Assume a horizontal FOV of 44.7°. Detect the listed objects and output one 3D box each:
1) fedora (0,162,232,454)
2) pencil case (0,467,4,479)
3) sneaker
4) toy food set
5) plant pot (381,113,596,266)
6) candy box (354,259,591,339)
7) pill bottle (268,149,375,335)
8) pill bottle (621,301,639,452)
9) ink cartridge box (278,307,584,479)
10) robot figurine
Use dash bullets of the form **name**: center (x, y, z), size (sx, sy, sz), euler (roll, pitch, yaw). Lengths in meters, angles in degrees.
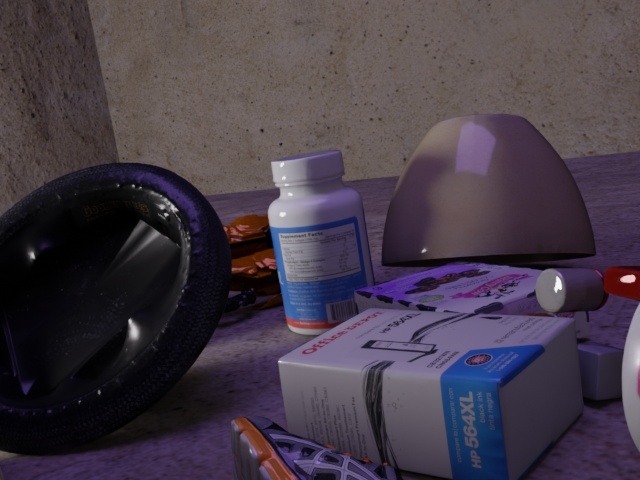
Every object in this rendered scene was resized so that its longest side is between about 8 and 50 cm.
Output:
- **fedora**: center (-0.234, 0.082, 0.843), size (0.334, 0.334, 0.152), euler (-7, -26, 14)
- **pencil case**: center (-0.332, 0.156, 0.562), size (0.183, 0.160, 0.410), euler (-57, 24, -14)
- **sneaker**: center (0.009, 0.164, 0.477), size (0.083, 0.084, 0.215), euler (-16, 22, -30)
- **toy food set**: center (0.276, 0.076, 0.652), size (0.104, 0.111, 0.232), euler (0, 4, -27)
- **plant pot**: center (0.221, -0.065, 1.064), size (0.284, 0.191, 0.284), euler (-2, -5, 0)
- **candy box**: center (0.159, 0.078, 0.843), size (0.165, 0.070, 0.196), euler (-14, 10, -28)
- **pill bottle**: center (0.000, 0.000, 1.000), size (0.124, 0.221, 0.124), euler (-9, 9, 1)
- **pill bottle**: center (0.308, 0.089, 0.372), size (0.160, 0.160, 0.283), euler (-14, 11, -25)
- **ink cartridge box**: center (0.088, 0.118, 0.637), size (0.203, 0.086, 0.148), euler (-1, 13, 38)
- **robot figurine**: center (-0.132, 0.040, 1.187), size (0.291, 0.085, 0.211), euler (-14, 41, -26)
